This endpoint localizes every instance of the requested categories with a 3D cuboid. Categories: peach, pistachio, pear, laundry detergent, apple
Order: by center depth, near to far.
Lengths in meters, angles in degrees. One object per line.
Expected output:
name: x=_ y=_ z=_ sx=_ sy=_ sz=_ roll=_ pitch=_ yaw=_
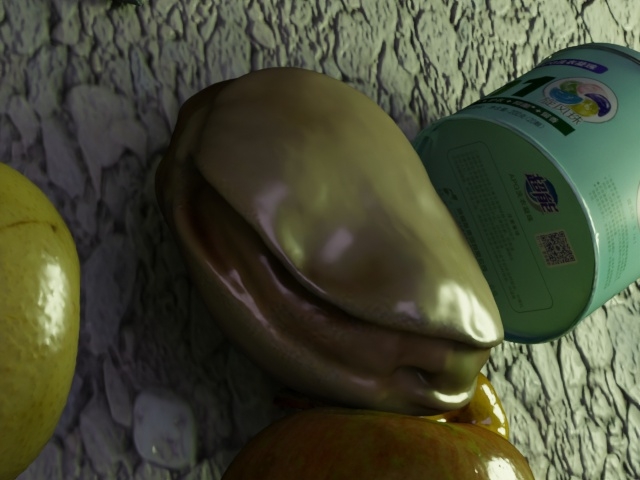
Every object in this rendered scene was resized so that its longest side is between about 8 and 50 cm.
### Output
pear: x=-0.368 y=0.078 z=1.506 sx=0.348 sy=0.348 sz=0.348 roll=14 pitch=61 yaw=-27
apple: x=0.052 y=0.321 z=1.669 sx=0.339 sy=0.339 sz=0.340 roll=14 pitch=61 yaw=-27
pistachio: x=0.000 y=0.000 z=1.778 sx=0.445 sy=0.281 sz=0.365 roll=46 pitch=21 yaw=27
peach: x=0.130 y=0.213 z=1.908 sx=0.179 sy=0.103 sz=0.179 roll=17 pitch=58 yaw=-30
laundry detergent: x=0.295 y=-0.068 z=2.029 sx=0.305 sy=0.287 sz=0.287 roll=-31 pitch=87 yaw=-38

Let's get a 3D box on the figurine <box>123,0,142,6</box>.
figurine: x=-0.212 y=-0.311 z=1.952 sx=0.082 sy=0.094 sz=0.086 roll=-42 pitch=61 yaw=-2

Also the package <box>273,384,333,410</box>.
package: x=0.020 y=0.145 z=1.883 sx=0.108 sy=0.031 sz=0.121 roll=14 pitch=51 yaw=21
